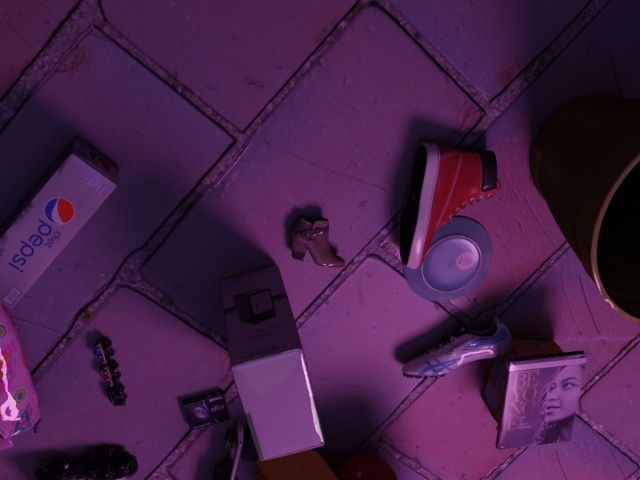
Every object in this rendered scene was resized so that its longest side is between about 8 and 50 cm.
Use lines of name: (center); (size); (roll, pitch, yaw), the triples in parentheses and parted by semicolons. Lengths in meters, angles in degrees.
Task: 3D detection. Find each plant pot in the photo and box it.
plant pot: (0.551, -0.098, 1.386); (0.366, 0.353, 0.367); (-6, 117, -12)

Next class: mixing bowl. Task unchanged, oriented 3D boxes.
mixing bowl: (0.096, 0.524, 1.698); (0.181, 0.098, 0.182); (11, 133, 13)

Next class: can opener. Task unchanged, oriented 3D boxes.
can opener: (-0.173, 0.500, 1.650); (0.095, 0.076, 0.284); (6, 115, -16)

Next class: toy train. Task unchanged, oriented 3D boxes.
toy train: (-0.400, 0.249, 1.501); (0.036, 0.027, 0.158); (-6, 117, 1)

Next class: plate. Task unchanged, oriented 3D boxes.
plate: (0.256, 0.043, 1.567); (0.188, 0.024, 0.188); (-5, 115, -11)

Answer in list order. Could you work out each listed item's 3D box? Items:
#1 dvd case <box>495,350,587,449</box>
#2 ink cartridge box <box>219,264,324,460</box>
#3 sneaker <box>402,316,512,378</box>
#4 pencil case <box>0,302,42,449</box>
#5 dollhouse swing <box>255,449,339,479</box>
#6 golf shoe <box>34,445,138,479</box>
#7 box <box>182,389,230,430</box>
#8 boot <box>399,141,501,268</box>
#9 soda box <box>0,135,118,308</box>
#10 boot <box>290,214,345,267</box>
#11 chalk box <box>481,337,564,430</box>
dvd case: (0.445, 0.326, 1.605); (0.164, 0.018, 0.221); (-4, 116, -10)
ink cartridge box: (-0.090, 0.209, 1.411); (0.121, 0.289, 0.211); (-15, 118, -4)
sneaker: (0.276, 0.224, 1.635); (0.237, 0.085, 0.086); (-20, 92, 0)
pencil case: (-0.582, 0.224, 1.390); (0.124, 0.124, 0.284); (-10, 116, -9)
dollhouse swing: (0.081, 0.580, 1.644); (0.304, 0.315, 0.347); (-25, 132, -20)
golf shoe: (-0.460, 0.468, 1.574); (0.198, 0.077, 0.094); (-4, 133, -10)
box: (-0.229, 0.341, 1.591); (0.083, 0.018, 0.067); (-14, 118, -7)
boot: (0.247, -0.056, 1.485); (0.176, 0.088, 0.245); (5, 110, -18)
soda box: (-0.457, -0.030, 1.311); (0.091, 0.098, 0.286); (38, 101, -25)
boot: (0.000, 0.000, 1.473); (0.118, 0.042, 0.087); (9, 110, -18)
chalk box: (0.439, 0.332, 1.690); (0.132, 0.132, 0.213); (7, 113, -16)
